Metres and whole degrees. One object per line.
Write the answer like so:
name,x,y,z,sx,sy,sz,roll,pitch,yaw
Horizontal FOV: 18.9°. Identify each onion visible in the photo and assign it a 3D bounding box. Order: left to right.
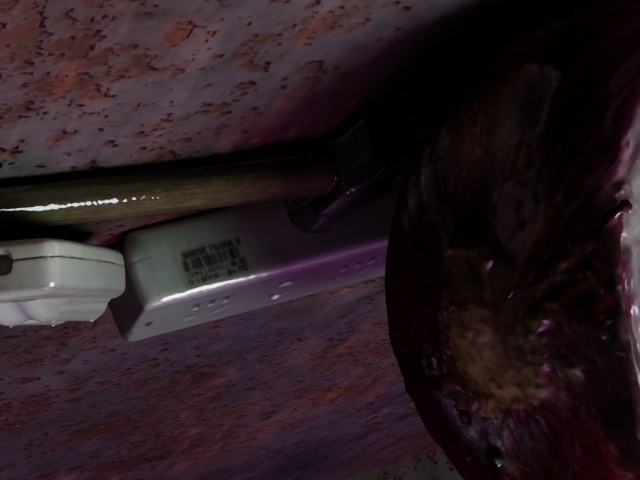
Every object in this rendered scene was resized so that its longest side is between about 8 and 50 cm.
onion,0.170,0.019,1.203,0.282,0.336,0.260,-31,-160,-37

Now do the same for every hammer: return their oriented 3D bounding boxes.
hammer,-0.109,-0.027,1.162,0.365,0.043,0.111,-8,162,-36

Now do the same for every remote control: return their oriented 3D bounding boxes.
remote control,-0.175,0.027,1.160,0.090,0.049,0.230,-6,177,6

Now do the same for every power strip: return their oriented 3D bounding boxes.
power strip,0.000,0.000,1.367,0.338,0.058,0.098,-15,164,-21
